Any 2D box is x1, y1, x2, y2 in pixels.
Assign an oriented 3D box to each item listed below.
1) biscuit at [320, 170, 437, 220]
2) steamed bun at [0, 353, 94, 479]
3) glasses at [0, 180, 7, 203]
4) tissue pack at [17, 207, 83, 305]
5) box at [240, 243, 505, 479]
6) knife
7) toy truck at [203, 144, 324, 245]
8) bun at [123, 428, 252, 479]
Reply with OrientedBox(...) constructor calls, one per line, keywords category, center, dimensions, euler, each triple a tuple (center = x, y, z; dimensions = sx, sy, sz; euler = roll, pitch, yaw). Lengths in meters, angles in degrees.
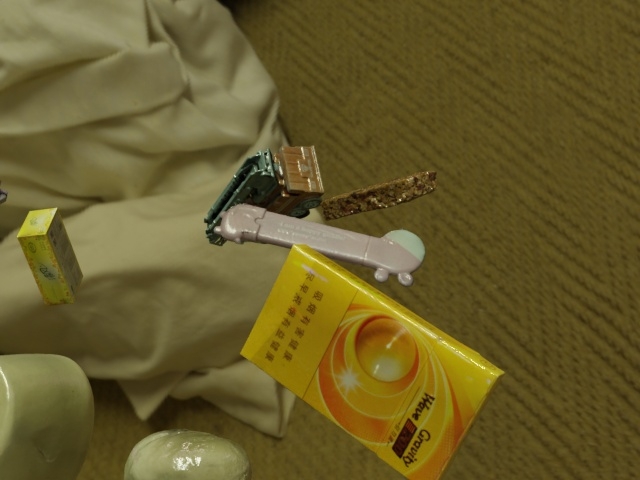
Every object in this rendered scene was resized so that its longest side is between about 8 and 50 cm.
OrientedBox(category="biscuit", center=(0.081, -0.064, 1.174), dimensions=(0.199, 0.064, 0.034), euler=(-12, 99, 51))
OrientedBox(category="steamed bun", center=(-0.724, 0.471, 1.782), dimensions=(0.290, 0.371, 0.456), euler=(43, 98, 20))
OrientedBox(category="glasses", center=(-0.445, -0.032, 0.933), dimensions=(0.062, 0.140, 0.103), euler=(120, 157, -44))
OrientedBox(category="tissue pack", center=(-0.538, 0.034, 1.614), dimensions=(0.062, 0.176, 0.095), euler=(-6, 35, 2))
OrientedBox(category="box", center=(0.049, 0.133, 0.885), dimensions=(0.269, 0.043, 0.152), euler=(33, 106, 23))
OrientedBox(category="knife", center=(0.000, 0.000, 1.532), dimensions=(0.399, 0.038, 0.132), euler=(14, 51, 3))
OrientedBox(category="toy truck", center=(-0.147, -0.094, 1.866), dimensions=(0.338, 0.184, 0.132), euler=(-38, 57, 49))
OrientedBox(category="bun", center=(-0.270, 0.470, 1.659), dimensions=(0.273, 0.273, 0.168), euler=(-14, 58, 27))
